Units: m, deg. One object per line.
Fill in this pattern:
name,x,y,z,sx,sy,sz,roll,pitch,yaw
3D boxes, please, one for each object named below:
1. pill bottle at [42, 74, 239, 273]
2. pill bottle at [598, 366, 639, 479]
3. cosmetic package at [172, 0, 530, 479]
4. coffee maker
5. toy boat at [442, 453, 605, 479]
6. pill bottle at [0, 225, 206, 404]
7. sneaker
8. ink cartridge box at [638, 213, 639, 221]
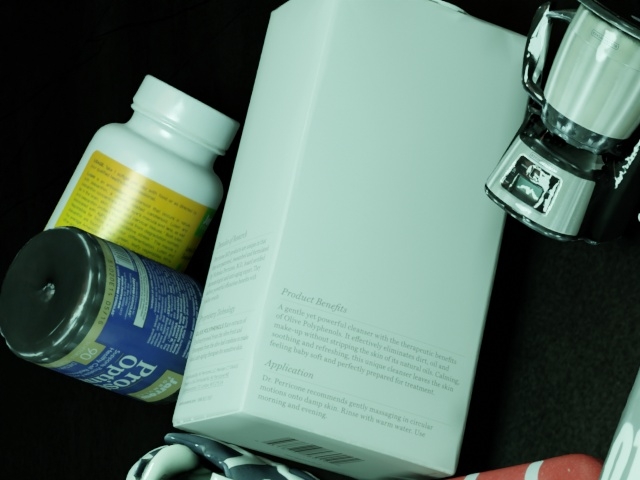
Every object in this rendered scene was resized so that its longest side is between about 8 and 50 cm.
pill bottle,-0.176,-0.026,1.810,0.136,0.136,0.245,30,93,48
pill bottle,0.242,0.204,1.092,0.204,0.204,0.361,16,84,48
cosmetic package,0.032,-0.007,1.527,0.155,0.197,0.365,-21,52,63
coffee maker,0.224,-0.092,1.450,0.120,0.171,0.178,51,123,45
toy boat,0.122,0.227,1.377,0.231,0.151,0.151,-18,59,39
pill bottle,-0.166,0.075,1.685,0.123,0.219,0.122,-19,60,36
sneaker,-0.123,0.206,1.631,0.235,0.153,0.094,13,80,48
ink cartridge box,0.350,-0.107,1.293,0.130,0.272,0.309,25,90,17
